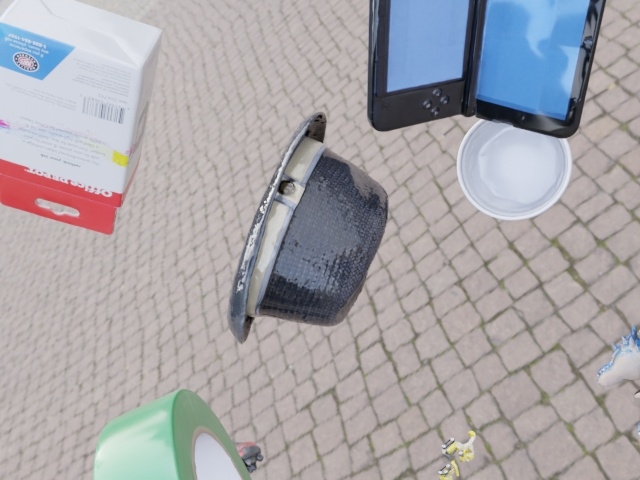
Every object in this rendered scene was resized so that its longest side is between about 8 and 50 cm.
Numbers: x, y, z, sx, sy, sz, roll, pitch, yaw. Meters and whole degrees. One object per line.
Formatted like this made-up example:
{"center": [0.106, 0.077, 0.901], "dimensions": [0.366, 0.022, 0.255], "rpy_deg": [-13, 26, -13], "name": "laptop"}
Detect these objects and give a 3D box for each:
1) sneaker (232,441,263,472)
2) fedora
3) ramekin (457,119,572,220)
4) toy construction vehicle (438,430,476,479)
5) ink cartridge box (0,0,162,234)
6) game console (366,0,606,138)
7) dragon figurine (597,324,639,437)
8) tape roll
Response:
{"center": [-0.257, 0.440, 1.430], "dimensions": [0.276, 0.097, 0.135], "rpy_deg": [-16, 55, -8], "name": "sneaker"}
{"center": [0.000, 0.000, 0.958], "dimensions": [0.334, 0.152, 0.334], "rpy_deg": [20, -90, -87], "name": "fedora"}
{"center": [0.371, -0.143, 1.357], "dimensions": [0.207, 0.207, 0.109], "rpy_deg": [-32, -7, 22], "name": "ramekin"}
{"center": [0.286, 0.449, 1.477], "dimensions": [0.098, 0.086, 0.035], "rpy_deg": [-28, 31, -25], "name": "toy construction vehicle"}
{"center": [-0.251, -0.121, 0.731], "dimensions": [0.078, 0.134, 0.231], "rpy_deg": [-82, 13, -45], "name": "ink cartridge box"}
{"center": [0.209, -0.268, 0.936], "dimensions": [0.250, 0.293, 0.173], "rpy_deg": [-16, 37, -20], "name": "game console"}
{"center": [0.280, 0.047, 0.461], "dimensions": [0.289, 0.085, 0.144], "rpy_deg": [-60, -9, 32], "name": "dragon figurine"}
{"center": [-0.105, 0.304, 0.682], "dimensions": [0.077, 0.321, 0.321], "rpy_deg": [-24, 34, -3], "name": "tape roll"}
